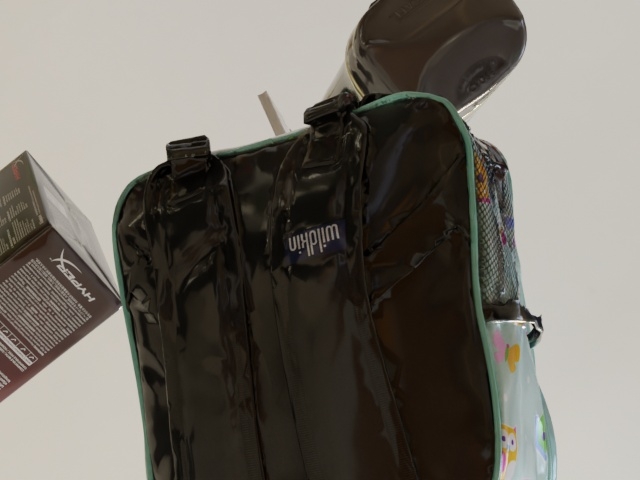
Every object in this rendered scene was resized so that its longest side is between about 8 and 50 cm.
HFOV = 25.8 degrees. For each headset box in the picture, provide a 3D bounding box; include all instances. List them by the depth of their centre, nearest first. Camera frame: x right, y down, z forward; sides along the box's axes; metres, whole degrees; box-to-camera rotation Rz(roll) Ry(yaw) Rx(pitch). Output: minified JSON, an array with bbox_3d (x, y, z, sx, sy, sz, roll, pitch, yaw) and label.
[{"bbox_3d":[-0.346,0.073,1.313,0.110,0.293,0.218,52,179,-28],"label":"headset box"}]

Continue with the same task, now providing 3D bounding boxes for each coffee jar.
[{"bbox_3d":[0.055,-0.093,0.810,0.079,0.096,0.184,50,169,4],"label":"coffee jar"}]

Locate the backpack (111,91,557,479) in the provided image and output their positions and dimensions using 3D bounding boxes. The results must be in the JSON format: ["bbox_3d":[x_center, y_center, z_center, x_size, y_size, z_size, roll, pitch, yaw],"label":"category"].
[{"bbox_3d":[0.012,0.055,0.565,0.144,0.166,0.188,40,-140,-61],"label":"backpack"}]

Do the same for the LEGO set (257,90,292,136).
[{"bbox_3d":[0.000,0.000,1.323,0.244,0.060,0.182,65,-174,34],"label":"LEGO set"}]
